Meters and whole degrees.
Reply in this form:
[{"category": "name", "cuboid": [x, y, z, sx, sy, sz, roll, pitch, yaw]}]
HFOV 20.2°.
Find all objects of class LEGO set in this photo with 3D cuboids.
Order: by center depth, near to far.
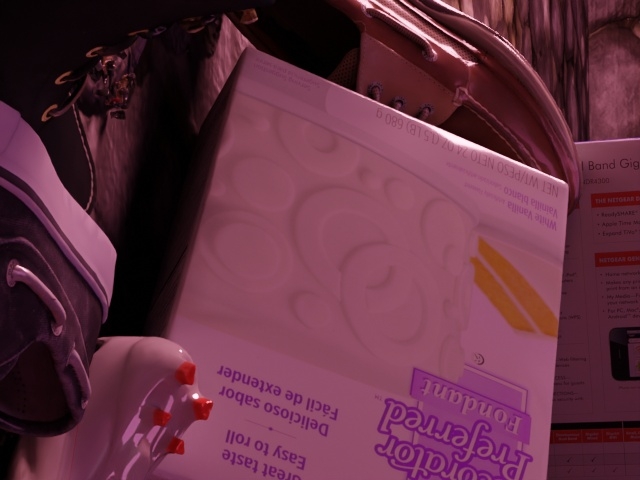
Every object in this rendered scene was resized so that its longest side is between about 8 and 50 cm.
[{"category": "LEGO set", "cuboid": [-0.124, -0.099, 1.012, 0.083, 0.023, 0.054, 90, 11, -48]}]

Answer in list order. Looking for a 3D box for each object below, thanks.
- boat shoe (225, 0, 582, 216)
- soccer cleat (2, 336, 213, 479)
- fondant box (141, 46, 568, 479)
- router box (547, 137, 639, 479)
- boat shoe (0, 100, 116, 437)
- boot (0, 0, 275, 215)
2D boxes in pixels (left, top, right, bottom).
[{"category": "boat shoe", "cuboid": [0.038, -0.112, 1.221, 0.116, 0.324, 0.123, -48, -179, -40]}, {"category": "soccer cleat", "cuboid": [-0.129, 0.121, 0.877, 0.196, 0.076, 0.068, -52, 140, -37]}, {"category": "fondant box", "cuboid": [0.018, 0.064, 1.078, 0.096, 0.238, 0.330, 125, -18, -47]}, {"category": "router box", "cuboid": [0.205, 0.064, 1.566, 0.082, 0.335, 0.301, -13, 100, -73]}, {"category": "boat shoe", "cuboid": [-0.158, 0.017, 0.724, 0.301, 0.108, 0.102, 64, 25, -70]}, {"category": "boot", "cuboid": [-0.096, -0.092, 0.804, 0.236, 0.178, 0.085, 71, 23, -44]}]
